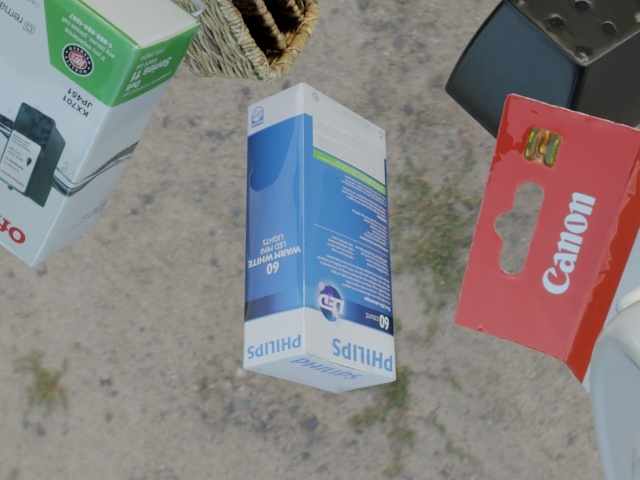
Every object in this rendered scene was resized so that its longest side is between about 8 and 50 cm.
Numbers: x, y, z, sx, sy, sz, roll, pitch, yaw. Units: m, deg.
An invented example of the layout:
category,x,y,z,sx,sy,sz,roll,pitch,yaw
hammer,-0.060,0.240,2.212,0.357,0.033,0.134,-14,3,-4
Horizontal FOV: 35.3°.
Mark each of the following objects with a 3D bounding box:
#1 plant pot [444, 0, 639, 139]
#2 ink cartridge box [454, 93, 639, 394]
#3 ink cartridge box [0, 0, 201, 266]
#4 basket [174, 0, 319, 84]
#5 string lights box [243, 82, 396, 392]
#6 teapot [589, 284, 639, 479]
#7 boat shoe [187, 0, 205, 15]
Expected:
category,x,y,z,sx,sy,sz,roll,pitch,yaw
plant pot,0.284,-0.214,1.166,0.187,0.188,0.167,48,157,22
ink cartridge box,0.321,0.058,0.964,0.385,0.091,0.308,20,130,17
ink cartridge box,-0.203,-0.107,0.710,0.153,0.087,0.208,37,124,4
basket,-0.113,-0.380,1.325,0.223,0.213,0.299,17,142,55
string lights box,0.000,0.000,0.940,0.077,0.133,0.259,-17,63,36
teapot,0.263,0.122,0.522,0.187,0.252,0.256,-14,111,0
boat shoe,-0.152,-0.309,1.045,0.136,0.367,0.156,-7,112,35
